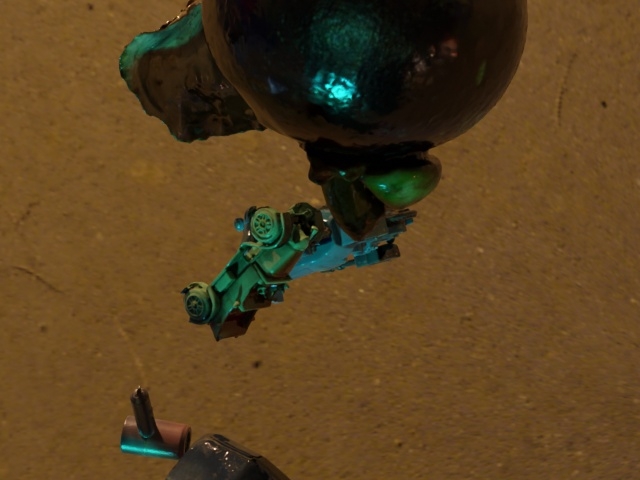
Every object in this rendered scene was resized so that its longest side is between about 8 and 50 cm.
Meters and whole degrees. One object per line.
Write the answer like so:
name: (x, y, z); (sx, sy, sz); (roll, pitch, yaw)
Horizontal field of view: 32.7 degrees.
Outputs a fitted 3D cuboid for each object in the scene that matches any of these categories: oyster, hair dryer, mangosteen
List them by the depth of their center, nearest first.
mangosteen: (0.028, -0.183, 1.029); (0.306, 0.306, 0.360); (34, 113, 25)
hair dryer: (-0.160, 0.168, 1.032); (0.063, 0.114, 0.037); (7, 52, 6)
oyster: (-0.097, -0.242, 1.427); (0.111, 0.396, 0.204); (14, 125, 40)

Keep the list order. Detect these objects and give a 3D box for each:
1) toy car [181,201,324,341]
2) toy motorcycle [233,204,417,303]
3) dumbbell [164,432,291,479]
toy car: (-0.055, 0.025, 0.945); (0.143, 0.073, 0.054); (-47, 66, 28)
toy motorcycle: (0.000, 0.000, 1.378); (0.182, 0.272, 0.124); (-18, 86, 40)
dumbbell: (-0.142, 0.334, 0.967); (0.144, 0.160, 0.325); (34, 68, 19)
